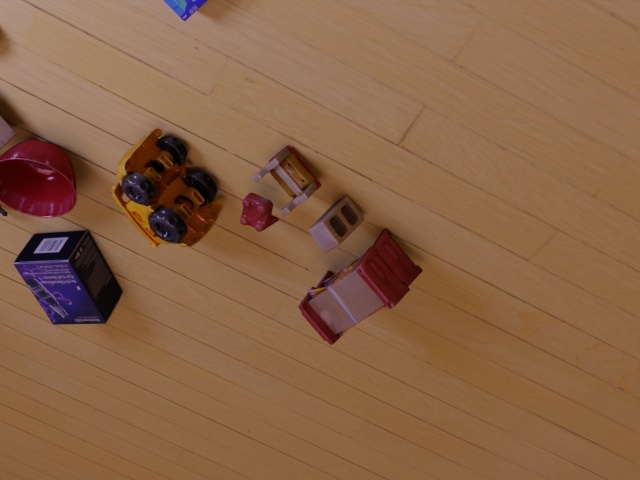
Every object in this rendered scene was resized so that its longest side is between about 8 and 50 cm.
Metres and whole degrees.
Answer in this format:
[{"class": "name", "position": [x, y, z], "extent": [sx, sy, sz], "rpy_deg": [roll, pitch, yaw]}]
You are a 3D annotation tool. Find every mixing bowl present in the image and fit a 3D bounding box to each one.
[{"class": "mixing bowl", "position": [-0.579, -0.141, 1.700], "extent": [0.181, 0.098, 0.181], "rpy_deg": [2, 143, 2]}]

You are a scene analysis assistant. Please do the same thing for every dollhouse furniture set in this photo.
[{"class": "dollhouse furniture set", "position": [0.000, 0.000, 1.656], "extent": [0.201, 0.152, 0.374], "rpy_deg": [-35, 97, 39]}]

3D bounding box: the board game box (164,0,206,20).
[{"class": "board game box", "position": [-0.239, -0.479, 1.328], "extent": [0.160, 0.047, 0.210], "rpy_deg": [-30, 116, 37]}]

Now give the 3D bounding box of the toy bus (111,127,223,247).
[{"class": "toy bus", "position": [-0.341, -0.094, 1.667], "extent": [0.211, 0.149, 0.220], "rpy_deg": [-8, 128, 44]}]

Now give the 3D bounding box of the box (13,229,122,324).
[{"class": "box", "position": [-0.577, 0.088, 1.916], "extent": [0.153, 0.108, 0.207], "rpy_deg": [-4, 130, 20]}]

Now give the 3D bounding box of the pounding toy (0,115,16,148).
[{"class": "pounding toy", "position": [-0.711, -0.215, 1.697], "extent": [0.206, 0.094, 0.181], "rpy_deg": [2, 136, 47]}]

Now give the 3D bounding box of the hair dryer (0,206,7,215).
[{"class": "hair dryer", "position": [-0.777, -0.139, 1.736], "extent": [0.223, 0.080, 0.293], "rpy_deg": [19, 171, -1]}]
